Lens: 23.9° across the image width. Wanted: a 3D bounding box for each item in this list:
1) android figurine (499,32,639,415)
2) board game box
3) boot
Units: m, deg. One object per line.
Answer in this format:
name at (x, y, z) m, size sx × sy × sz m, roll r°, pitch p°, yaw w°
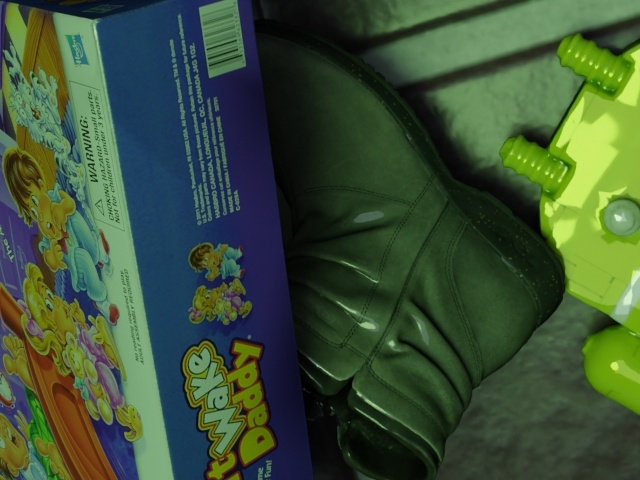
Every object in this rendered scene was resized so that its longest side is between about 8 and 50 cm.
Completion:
android figurine at (0.230, -0.012, 0.802) m, size 0.273 × 0.056 × 0.248 m, roll 31°, pitch 105°, yaw 2°
board game box at (-0.111, 0.036, 0.749) m, size 0.233 × 0.078 × 0.347 m, roll 20°, pitch 124°, yaw 48°
boot at (0.000, 0.000, 0.778) m, size 0.246 × 0.161 × 0.083 m, roll 41°, pitch 142°, yaw 8°
